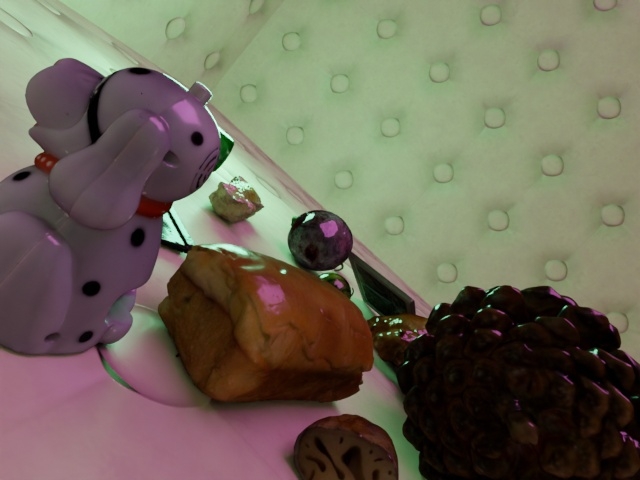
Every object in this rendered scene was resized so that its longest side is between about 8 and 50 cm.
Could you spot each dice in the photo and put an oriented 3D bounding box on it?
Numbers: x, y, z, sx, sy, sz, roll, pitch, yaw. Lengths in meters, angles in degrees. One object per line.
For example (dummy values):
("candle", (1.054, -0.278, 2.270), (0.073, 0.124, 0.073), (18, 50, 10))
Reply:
("dice", (-0.349, -0.293, 1.316), (0.128, 0.131, 0.120), (35, 11, -34))

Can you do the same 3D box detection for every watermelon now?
("watermelon", (0.028, 0.128, 1.038), (0.109, 0.109, 0.109), (41, 8, -7))

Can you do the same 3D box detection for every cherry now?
("cherry", (-0.002, 0.005, 1.260), (0.195, 0.195, 0.195), (41, 8, -7))

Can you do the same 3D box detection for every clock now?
("clock", (-0.195, -0.048, 0.394), (0.189, 0.254, 0.189), (36, 10, -7))

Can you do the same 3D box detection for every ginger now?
("ginger", (0.255, 0.302, 1.050), (0.274, 0.152, 0.357), (8, 29, -39))

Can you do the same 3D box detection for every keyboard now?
("keyboard", (-0.290, -0.054, 0.766), (0.072, 0.023, 0.231), (22, 20, -47))

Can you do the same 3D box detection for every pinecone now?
("pinecone", (0.333, 0.257, 0.747), (0.398, 0.397, 0.397), (41, 8, -7))

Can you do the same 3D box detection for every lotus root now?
("lotus root", (0.049, 0.260, 0.493), (0.159, 0.095, 0.135), (49, 6, 9))

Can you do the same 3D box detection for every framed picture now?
("framed picture", (0.193, 0.180, 1.300), (0.240, 0.020, 0.324), (39, -15, 31))

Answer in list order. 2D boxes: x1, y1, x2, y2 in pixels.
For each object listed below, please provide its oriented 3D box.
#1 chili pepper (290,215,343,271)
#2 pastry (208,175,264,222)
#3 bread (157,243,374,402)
("chili pepper", (-0.010, 0.007, 1.577), (0.257, 0.074, 0.100), (37, 12, -4))
("pastry", (-0.211, -0.102, 1.122), (0.121, 0.089, 0.258), (36, 10, -8))
("bread", (-0.044, 0.113, 0.593), (0.195, 0.149, 0.344), (48, 10, 32))
